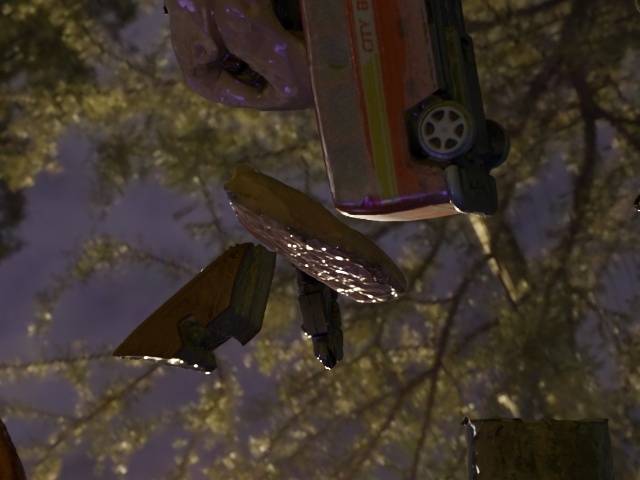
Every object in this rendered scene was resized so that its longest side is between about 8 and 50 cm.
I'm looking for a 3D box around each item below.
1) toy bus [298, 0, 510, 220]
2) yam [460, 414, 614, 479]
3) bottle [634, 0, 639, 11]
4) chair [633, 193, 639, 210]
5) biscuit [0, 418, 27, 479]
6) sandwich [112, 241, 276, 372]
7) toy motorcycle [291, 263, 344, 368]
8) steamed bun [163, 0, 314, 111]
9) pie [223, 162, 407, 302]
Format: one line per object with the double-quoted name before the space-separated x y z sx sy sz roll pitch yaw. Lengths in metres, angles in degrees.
"toy bus" 0.051 -0.141 0.873 0.119 0.265 0.121 -10 175 20
"yam" 0.278 0.361 1.556 0.195 0.195 0.300 -11 -110 28
"bottle" 0.354 -0.237 1.238 0.083 0.030 0.030 0 -157 -21
"chair" 0.450 0.010 1.155 0.159 0.170 0.326 -36 -164 -1
"biscuit" -0.311 0.219 0.956 0.186 0.036 0.192 -32 -134 -5
"sandwich" -0.150 0.104 1.599 0.244 0.090 0.088 -38 -119 9
"toy motorcycle" -0.001 0.094 1.864 0.061 0.193 0.124 -14 -172 13
"steamed bun" -0.060 -0.197 1.014 0.172 0.155 0.141 3 -110 31
"pie" -0.002 0.003 1.174 0.185 0.218 0.052 34 -97 12
